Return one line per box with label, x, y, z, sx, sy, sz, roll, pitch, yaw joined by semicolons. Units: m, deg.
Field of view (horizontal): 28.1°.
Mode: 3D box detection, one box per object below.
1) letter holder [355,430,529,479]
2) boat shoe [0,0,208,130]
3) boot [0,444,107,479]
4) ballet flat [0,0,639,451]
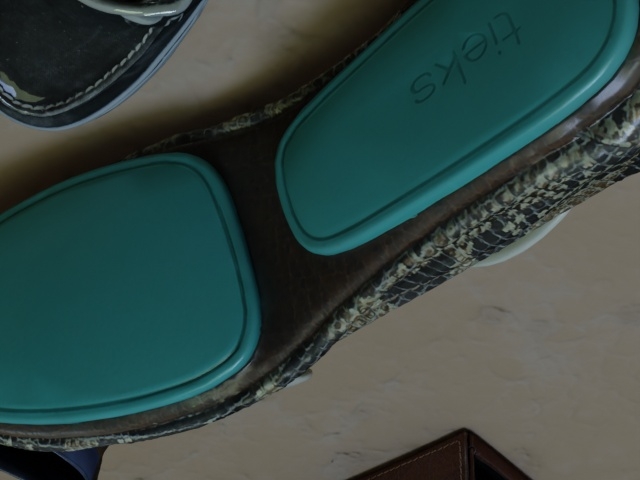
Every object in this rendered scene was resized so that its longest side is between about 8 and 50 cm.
letter holder;0.032;0.309;0.923;0.302;0.214;0.152;-30;125;30
boat shoe;-0.082;-0.151;0.540;0.121;0.119;0.335;23;132;-17
boot;-0.204;0.067;0.781;0.219;0.106;0.082;35;128;-27
ballet flat;0.000;0.000;0.676;0.483;0.164;0.182;-28;153;27
